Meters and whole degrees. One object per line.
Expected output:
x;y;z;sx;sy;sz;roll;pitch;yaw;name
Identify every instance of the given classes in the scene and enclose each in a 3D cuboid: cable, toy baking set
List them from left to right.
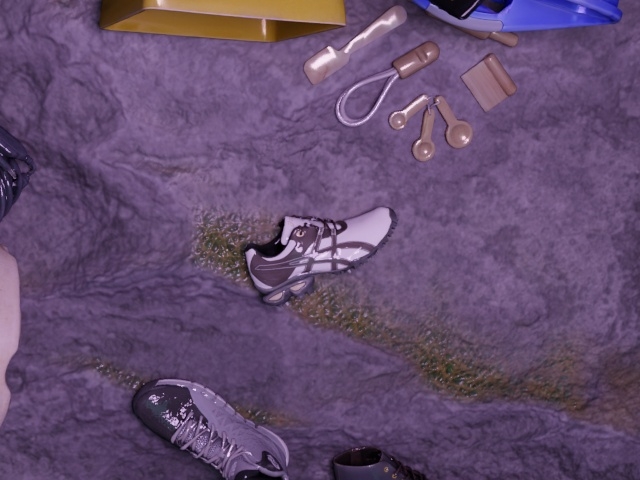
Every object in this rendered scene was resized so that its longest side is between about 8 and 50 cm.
-0.430;-0.090;1.263;0.184;0.047;0.150;40;101;-23;cable
0.119;-0.206;1.348;0.256;0.030;0.197;25;101;-19;toy baking set

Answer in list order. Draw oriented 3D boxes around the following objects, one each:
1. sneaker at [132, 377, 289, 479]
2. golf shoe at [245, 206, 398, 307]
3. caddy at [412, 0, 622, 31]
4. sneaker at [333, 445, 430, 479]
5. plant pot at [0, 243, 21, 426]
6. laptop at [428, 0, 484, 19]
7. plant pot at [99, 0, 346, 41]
-0.127;0.257;1.388;0.228;0.132;0.086;28;100;-19;sneaker
0.000;0.000;1.365;0.198;0.077;0.094;-31;111;-3;golf shoe
0.179;-0.322;1.215;0.341;0.241;0.179;13;100;-15;caddy
0.126;0.335;1.496;0.222;0.083;0.118;-7;108;-9;sneaker
-0.495;0.101;1.183;0.305;0.334;0.334;7;106;-26;plant pot
0.120;-0.361;1.014;0.234;0.264;0.136;-45;125;5;laptop
-0.107;-0.317;1.166;0.212;0.212;0.187;-1;95;-24;plant pot
